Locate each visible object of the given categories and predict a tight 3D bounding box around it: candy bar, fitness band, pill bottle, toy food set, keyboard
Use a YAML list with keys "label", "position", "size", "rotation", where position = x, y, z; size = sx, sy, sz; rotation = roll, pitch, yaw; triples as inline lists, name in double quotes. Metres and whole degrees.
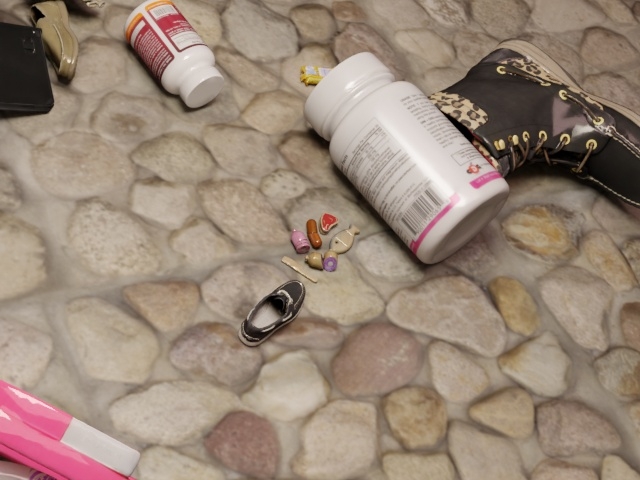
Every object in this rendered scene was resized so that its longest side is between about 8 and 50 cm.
- label: "candy bar"
  position: [0.044, -0.246, 1.816]
  size: [0.162, 0.018, 0.040]
  rotation: [4, 50, -21]
- label: "fitness band"
  position: [-0.276, 0.208, 1.188]
  size: [0.291, 0.209, 0.054]
  rotation: [31, 68, -9]
- label: "pill bottle"
  position: [0.115, -0.119, 1.654]
  size: [0.160, 0.160, 0.283]
  rotation: [-28, 69, -37]
- label: "toy food set"
  position: [0.000, 0.000, 1.604]
  size: [0.078, 0.019, 0.122]
  rotation: [33, 48, 3]
- label: "pill bottle"
  position: [-0.204, -0.263, 1.672]
  size: [0.086, 0.086, 0.152]
  rotation: [-23, 67, -36]
- label: "keyboard"
  position: [-0.481, -0.260, 1.487]
  size: [0.317, 0.033, 0.201]
  rotation: [-1, 76, -51]

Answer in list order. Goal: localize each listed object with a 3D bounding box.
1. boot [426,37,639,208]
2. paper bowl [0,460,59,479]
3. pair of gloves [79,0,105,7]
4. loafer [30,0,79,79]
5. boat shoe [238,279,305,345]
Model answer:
- label: "boot"
  position: [0.330, -0.139, 1.782]
  size: [0.377, 0.138, 0.284]
  rotation: [45, 48, 18]
- label: "paper bowl"
  position: [-0.325, 0.359, 1.092]
  size: [0.284, 0.148, 0.284]
  rotation: [13, 51, -16]
- label: "pair of gloves"
  position: [-0.425, -0.372, 1.619]
  size: [0.204, 0.042, 0.240]
  rotation: [28, 18, 14]
- label: "loafer"
  position: [-0.368, -0.276, 1.632]
  size: [0.050, 0.056, 0.148]
  rotation: [-2, 46, -25]
- label: "boat shoe"
  position: [-0.057, 0.085, 1.500]
  size: [0.046, 0.038, 0.125]
  rotation: [43, 49, 11]
